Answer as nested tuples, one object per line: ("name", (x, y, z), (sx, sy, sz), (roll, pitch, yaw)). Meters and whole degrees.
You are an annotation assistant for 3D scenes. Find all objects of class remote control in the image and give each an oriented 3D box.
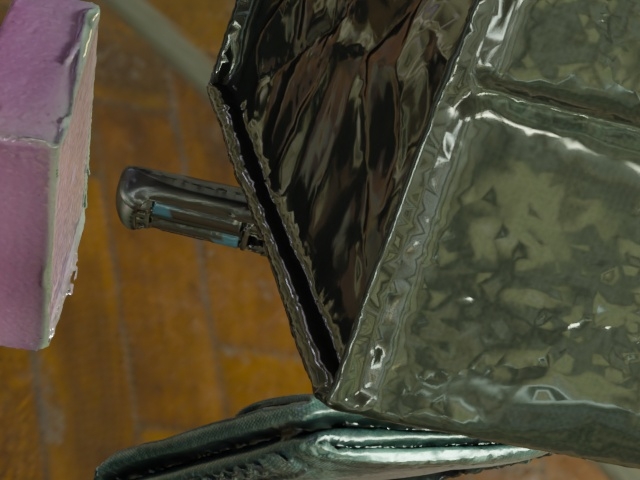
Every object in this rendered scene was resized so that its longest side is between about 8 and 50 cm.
("remote control", (0.000, 0.000, 1.007), (0.212, 0.059, 0.028), (14, 70, -2))

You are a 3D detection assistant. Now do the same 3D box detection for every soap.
("soap", (-0.242, -0.056, 1.666), (0.081, 0.259, 0.181), (9, 48, -1))

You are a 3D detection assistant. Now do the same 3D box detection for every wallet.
("wallet", (0.001, 0.154, 1.459), (0.237, 0.342, 0.075), (4, 75, -31))

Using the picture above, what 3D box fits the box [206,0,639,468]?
("box", (0.104, -0.096, 0.788), (0.204, 0.251, 0.345), (14, 20, -16))
